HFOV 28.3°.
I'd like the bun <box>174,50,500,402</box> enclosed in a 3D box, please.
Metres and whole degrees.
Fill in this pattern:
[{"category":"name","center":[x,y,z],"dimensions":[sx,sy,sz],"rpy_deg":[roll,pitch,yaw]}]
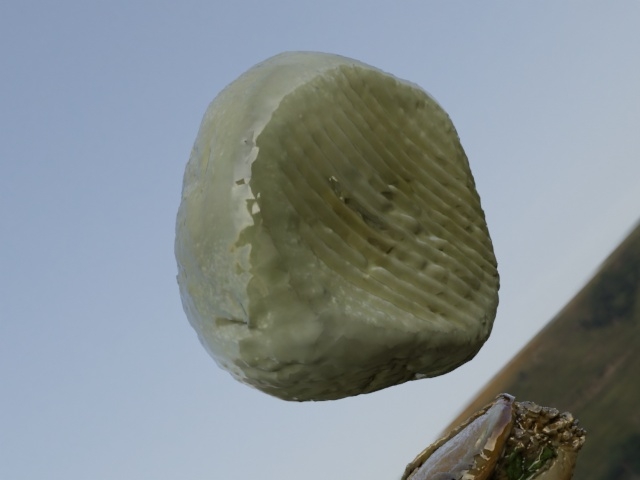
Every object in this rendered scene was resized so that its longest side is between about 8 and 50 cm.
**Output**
[{"category":"bun","center":[0.000,0.000,1.211],"dimensions":[0.227,0.349,0.352],"rpy_deg":[-22,35,42]}]

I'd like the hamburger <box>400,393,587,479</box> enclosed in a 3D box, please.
[{"category":"hamburger","center":[0.207,0.306,1.633],"dimensions":[0.286,0.146,0.243],"rpy_deg":[-43,6,-6]}]
